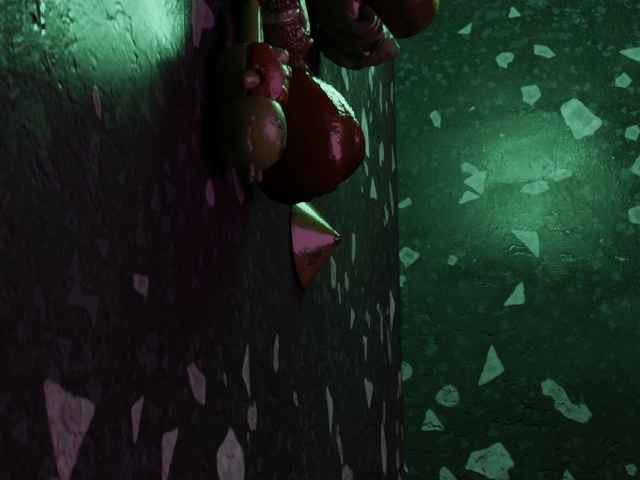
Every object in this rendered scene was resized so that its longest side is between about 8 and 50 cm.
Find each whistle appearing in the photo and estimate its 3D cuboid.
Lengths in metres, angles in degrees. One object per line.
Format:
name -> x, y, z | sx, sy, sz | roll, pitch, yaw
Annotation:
whistle -> -0.097, -0.214, 1.315 | 0.131, 0.106, 0.288 | 76, 14, -69

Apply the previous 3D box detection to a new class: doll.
doll -> -0.071, -0.334, 1.481 | 0.115, 0.105, 0.221 | -44, 144, -24

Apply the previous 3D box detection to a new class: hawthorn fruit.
hawthorn fruit -> -0.038, -0.184, 1.445 | 0.199, 0.199, 0.251 | -65, 136, -67

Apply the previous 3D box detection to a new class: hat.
hat -> 0.000, 0.000, 1.807 | 0.193, 0.082, 0.193 | -2, 90, -78

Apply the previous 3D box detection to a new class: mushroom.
mushroom -> 0.131, -0.668, 2.036 | 0.397, 0.224, 0.314 | 44, 46, -69

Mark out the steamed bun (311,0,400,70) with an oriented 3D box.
steamed bun -> 0.057, -0.467, 2.071 | 0.211, 0.144, 0.218 | 47, 6, 13

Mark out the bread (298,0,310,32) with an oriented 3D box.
bread -> -0.067, -0.401, 1.587 | 0.105, 0.077, 0.152 | -84, 163, -55
